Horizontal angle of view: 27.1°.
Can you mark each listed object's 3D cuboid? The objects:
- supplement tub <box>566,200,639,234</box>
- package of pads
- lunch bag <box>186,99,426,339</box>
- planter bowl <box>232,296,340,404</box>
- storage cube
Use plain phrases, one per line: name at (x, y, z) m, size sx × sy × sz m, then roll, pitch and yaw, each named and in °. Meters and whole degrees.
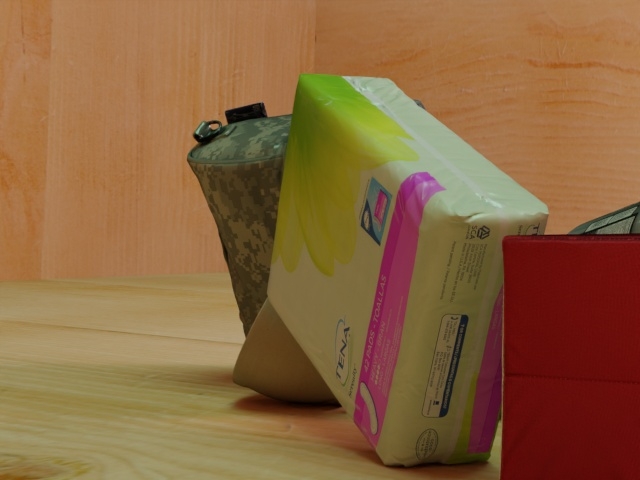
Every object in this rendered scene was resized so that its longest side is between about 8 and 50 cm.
supplement tub at (0.497, 0.036, 1.976) m, size 0.193 × 0.194 × 0.316 m, roll 1°, pitch -11°, yaw -21°
package of pads at (0.057, 0.020, 1.078) m, size 0.101 × 0.229 × 0.296 m, roll -2°, pitch 27°, yaw -23°
lunch bag at (0.000, 0.000, 1.481) m, size 0.256 × 0.305 × 0.212 m, roll -6°, pitch 20°, yaw 25°
planter bowl at (0.001, 0.095, 1.302) m, size 0.109 × 0.162 × 0.162 m, roll 29°, pitch 6°, yaw 9°
storage cube at (0.242, 0.087, 0.878) m, size 0.193 × 0.184 × 0.215 m, roll 1°, pitch 1°, yaw 30°
